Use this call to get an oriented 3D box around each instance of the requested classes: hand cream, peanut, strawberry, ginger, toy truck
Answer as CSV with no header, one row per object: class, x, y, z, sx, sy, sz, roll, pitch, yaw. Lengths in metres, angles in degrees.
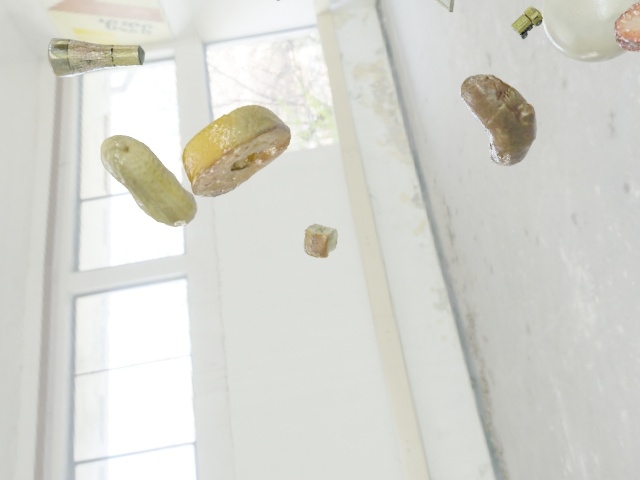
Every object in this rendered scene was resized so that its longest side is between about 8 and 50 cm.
hand cream,-0.486,-0.406,1.446,0.084,0.203,0.083,176,90,-88
peanut,-0.456,-0.152,1.740,0.319,0.148,0.147,47,-159,-34
strawberry,0.847,-0.511,1.558,0.106,0.286,0.188,20,-113,-67
ginger,0.523,-0.351,1.875,0.321,0.173,0.165,54,-145,-35
toy truck,0.585,-0.620,1.865,0.054,0.083,0.049,14,-141,-56

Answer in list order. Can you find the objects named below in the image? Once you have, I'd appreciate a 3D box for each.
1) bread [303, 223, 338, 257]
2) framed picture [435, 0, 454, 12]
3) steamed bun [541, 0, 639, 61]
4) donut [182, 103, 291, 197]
bread,-0.001,0.000,1.802,0.077,0.083,0.070,-37,-47,-47
framed picture,0.384,-0.787,2.003,0.203,0.015,0.150,-96,7,-60
steamed bun,0.824,-0.700,1.969,0.206,0.324,0.324,27,-132,-57
donut,-0.210,-0.226,1.612,0.110,0.303,0.303,56,178,6
